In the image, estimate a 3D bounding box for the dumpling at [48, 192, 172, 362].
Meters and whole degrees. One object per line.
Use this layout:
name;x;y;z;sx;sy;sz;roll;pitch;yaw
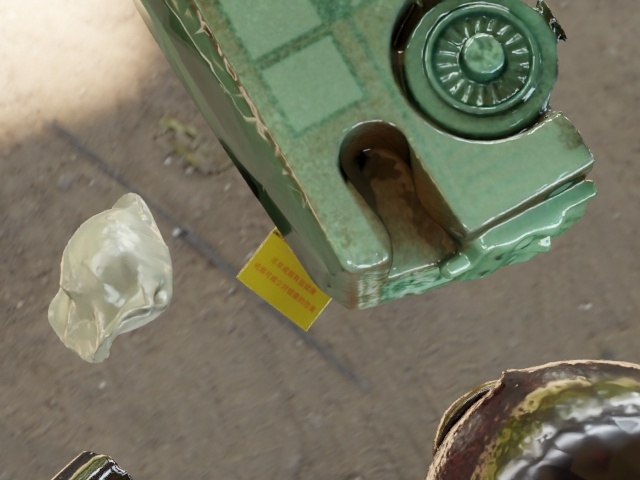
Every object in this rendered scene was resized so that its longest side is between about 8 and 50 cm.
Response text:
dumpling;-0.205;0.041;1.718;0.100;0.134;0.169;16;42;-50

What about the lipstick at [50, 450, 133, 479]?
lipstick;-0.271;0.297;1.285;0.077;0.077;0.418;45;46;-1

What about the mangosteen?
mangosteen;0.218;0.225;1.455;0.307;0.307;0.347;21;22;-13

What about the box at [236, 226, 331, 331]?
box;0.000;0.000;1.725;0.087;0.023;0.155;38;88;1

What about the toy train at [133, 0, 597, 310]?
toy train;0.001;-0.120;0.864;0.159;0.129;0.326;-28;79;-7
